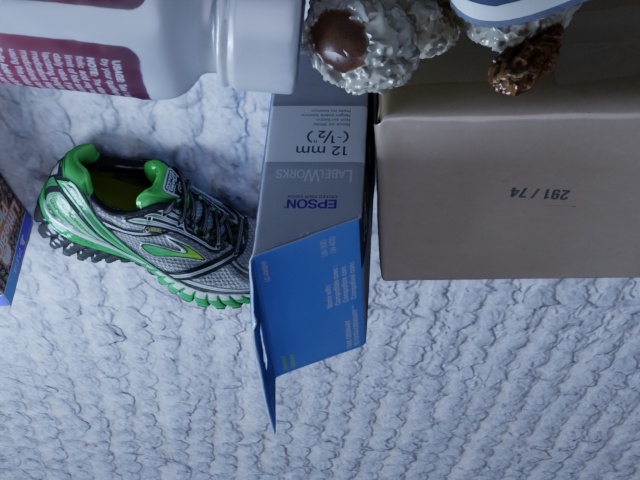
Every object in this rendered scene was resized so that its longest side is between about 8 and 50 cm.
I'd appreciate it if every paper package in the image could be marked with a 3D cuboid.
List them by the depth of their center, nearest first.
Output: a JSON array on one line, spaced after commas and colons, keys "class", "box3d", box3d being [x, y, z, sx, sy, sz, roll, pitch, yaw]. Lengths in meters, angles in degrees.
[{"class": "paper package", "box3d": [0.221, -0.097, 1.020, 0.324, 0.168, 0.310, -1, 145, 4]}]

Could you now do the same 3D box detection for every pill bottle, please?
[{"class": "pill bottle", "box3d": [-0.206, -0.238, 0.795, 0.392, 0.224, 0.224, 6, 145, -2]}]

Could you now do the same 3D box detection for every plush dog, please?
[{"class": "plush dog", "box3d": [0.120, -0.235, 0.819, 0.225, 0.263, 0.210, 9, 179, 8]}]

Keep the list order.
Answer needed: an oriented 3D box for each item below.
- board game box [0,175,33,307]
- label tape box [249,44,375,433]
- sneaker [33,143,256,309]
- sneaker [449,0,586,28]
[{"class": "board game box", "box3d": [-0.533, -0.045, 1.170, 0.232, 0.141, 0.291, -3, 145, 8]}, {"class": "label tape box", "box3d": [0.000, 0.000, 1.015, 0.115, 0.348, 0.249, 0, 145, 4]}, {"class": "sneaker", "box3d": [-0.181, -0.016, 1.193, 0.343, 0.134, 0.146, 16, 142, -17]}, {"class": "sneaker", "box3d": [0.225, -0.263, 0.642, 0.319, 0.112, 0.131, -27, 144, 7]}]
